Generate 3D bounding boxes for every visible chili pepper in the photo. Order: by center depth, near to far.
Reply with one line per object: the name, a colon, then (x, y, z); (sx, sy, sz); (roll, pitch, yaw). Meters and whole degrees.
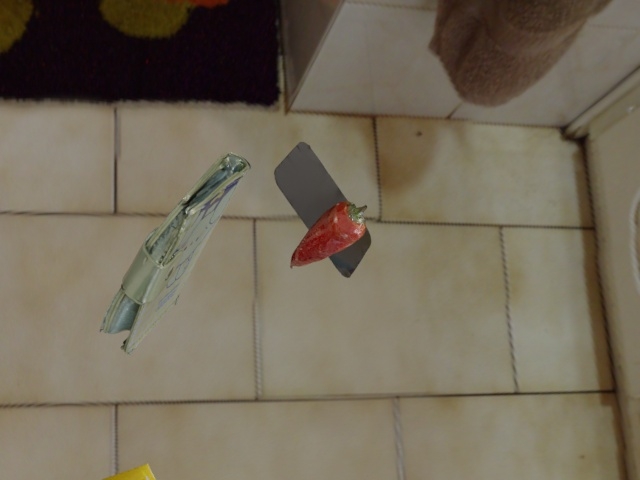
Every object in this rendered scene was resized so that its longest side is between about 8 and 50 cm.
chili pepper: (0.000, 0.000, 1.003); (0.027, 0.178, 0.045); (-36, 91, -35)

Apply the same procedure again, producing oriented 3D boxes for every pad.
pad: (0.009, -0.064, 1.821); (0.267, 0.004, 0.181); (55, 35, -14)

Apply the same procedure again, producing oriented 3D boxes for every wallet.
wallet: (-0.234, 0.018, 1.449); (0.077, 0.309, 0.223); (35, 30, 4)

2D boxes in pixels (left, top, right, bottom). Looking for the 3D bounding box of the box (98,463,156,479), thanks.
box: (-0.282, 0.488, 1.405); (0.152, 0.043, 0.269); (-11, 54, -37)
